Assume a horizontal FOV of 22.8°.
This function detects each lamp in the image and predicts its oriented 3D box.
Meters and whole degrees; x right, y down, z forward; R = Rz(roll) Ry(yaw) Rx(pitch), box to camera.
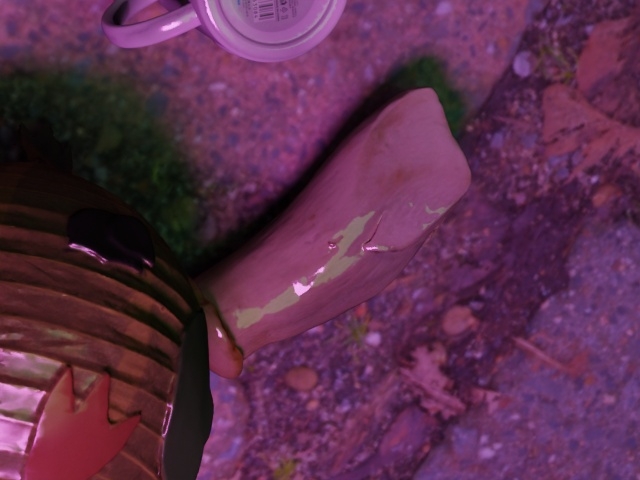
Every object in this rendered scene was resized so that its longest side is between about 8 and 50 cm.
[{"bbox_3d":[-0.182,0.050,0.969,0.250,0.250,0.284,25,60,-31],"label":"lamp"}]

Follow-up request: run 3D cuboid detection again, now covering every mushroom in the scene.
[{"bbox_3d":[0.006,0.002,1.112,0.247,0.096,0.108,-39,147,-3],"label":"mushroom"}]

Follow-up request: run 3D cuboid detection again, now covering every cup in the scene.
[{"bbox_3d":[-0.059,-0.156,0.990,0.099,0.133,0.136,34,93,-29],"label":"cup"}]
